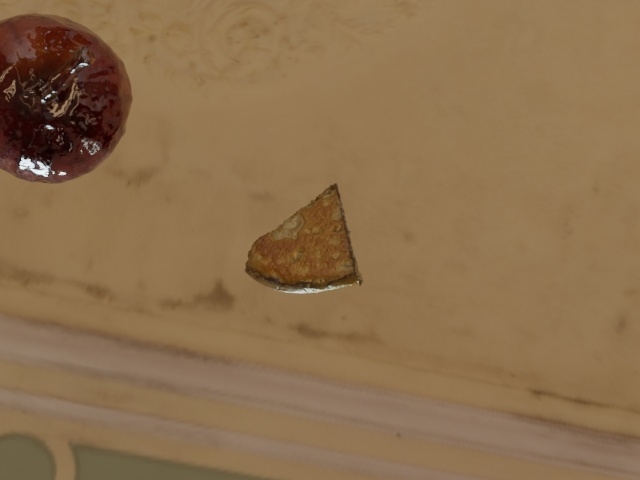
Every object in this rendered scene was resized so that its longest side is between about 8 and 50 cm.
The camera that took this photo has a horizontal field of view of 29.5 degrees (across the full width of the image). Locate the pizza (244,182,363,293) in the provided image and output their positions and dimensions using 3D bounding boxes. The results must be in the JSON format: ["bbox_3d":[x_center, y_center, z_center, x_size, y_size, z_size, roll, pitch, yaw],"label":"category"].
[{"bbox_3d":[0.000,0.000,1.009,0.026,0.123,0.109,52,-125,-43],"label":"pizza"}]

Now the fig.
[{"bbox_3d":[-0.188,-0.099,0.872,0.128,0.150,0.128,-25,-55,-42],"label":"fig"}]
